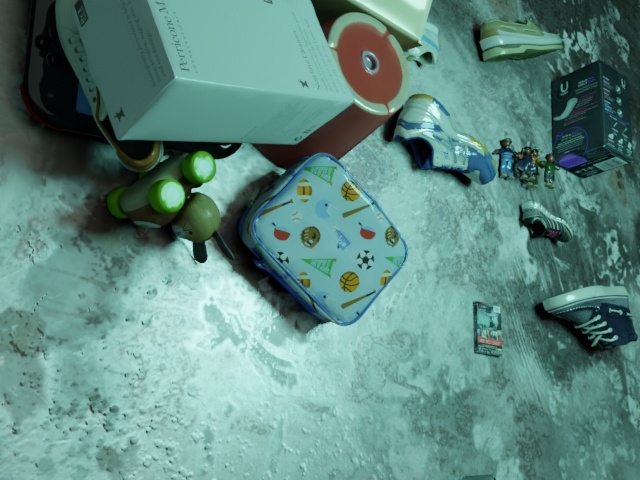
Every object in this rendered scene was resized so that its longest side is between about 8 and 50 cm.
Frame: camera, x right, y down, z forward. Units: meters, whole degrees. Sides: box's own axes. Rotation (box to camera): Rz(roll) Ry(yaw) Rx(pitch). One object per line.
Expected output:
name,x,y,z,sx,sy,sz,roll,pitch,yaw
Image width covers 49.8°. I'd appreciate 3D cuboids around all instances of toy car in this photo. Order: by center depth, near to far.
toy car,-0.222,-0.034,1.125,0.149,0.155,0.188,-49,121,-35

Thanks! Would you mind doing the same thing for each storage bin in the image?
storage bin,0.044,-0.469,1.352,0.262,0.260,0.123,19,83,-33

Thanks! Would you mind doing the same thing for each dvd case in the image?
dvd case,0.391,0.206,1.609,0.087,0.013,0.120,14,71,-35

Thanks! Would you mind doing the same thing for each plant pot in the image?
plant pot,0.019,-0.289,1.308,0.274,0.243,0.275,12,70,-35

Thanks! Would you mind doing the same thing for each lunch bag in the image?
lunch bag,0.000,0.000,1.280,0.243,0.115,0.303,-47,107,-13

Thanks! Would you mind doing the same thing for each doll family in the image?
doll family,0.536,-0.203,1.792,0.192,0.076,0.112,15,74,-31

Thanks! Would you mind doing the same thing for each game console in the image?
game console,-0.284,-0.327,1.148,0.386,0.060,0.342,7,91,-37

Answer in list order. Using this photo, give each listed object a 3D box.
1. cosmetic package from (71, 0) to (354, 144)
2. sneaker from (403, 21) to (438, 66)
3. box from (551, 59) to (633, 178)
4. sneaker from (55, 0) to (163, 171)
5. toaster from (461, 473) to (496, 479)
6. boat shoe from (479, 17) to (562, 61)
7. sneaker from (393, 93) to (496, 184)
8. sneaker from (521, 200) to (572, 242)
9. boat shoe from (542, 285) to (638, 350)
cosmetic package,-0.147,-0.272,1.038,0.385,0.156,0.217,-10,73,-53
sneaker,0.189,-0.466,1.588,0.228,0.087,0.092,4,78,-35
box,0.763,-0.338,1.942,0.143,0.165,0.271,17,68,-33
sneaker,-0.303,-0.242,1.017,0.105,0.123,0.290,-25,102,-10
toaster,0.317,0.590,1.386,0.168,0.110,0.186,-37,101,-37
boat shoe,0.551,-0.551,1.871,0.302,0.113,0.104,-14,92,-38
sneaker,0.281,-0.202,1.593,0.296,0.112,0.131,36,76,-23
sneaker,0.585,-0.031,1.791,0.170,0.063,0.075,33,60,-21
boat shoe,0.710,0.207,1.777,0.340,0.127,0.158,0,70,-38
